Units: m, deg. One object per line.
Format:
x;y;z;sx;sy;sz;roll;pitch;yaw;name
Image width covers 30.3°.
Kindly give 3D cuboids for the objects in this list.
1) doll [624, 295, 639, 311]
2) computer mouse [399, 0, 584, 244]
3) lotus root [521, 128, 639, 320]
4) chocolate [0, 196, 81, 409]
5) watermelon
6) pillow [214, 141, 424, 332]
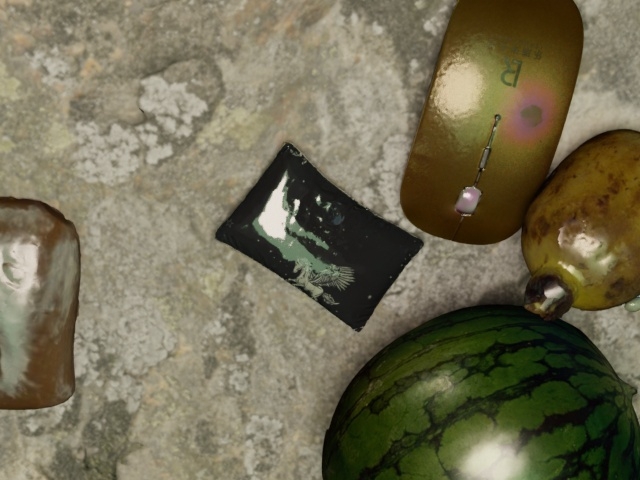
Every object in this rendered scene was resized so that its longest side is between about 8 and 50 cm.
0.360;0.042;1.407;0.083;0.050;0.076;24;120;-12;doll
0.191;-0.142;1.331;0.158;0.072;0.310;14;105;-7;computer mouse
0.319;-0.020;1.311;0.314;0.141;0.169;-40;83;-24;lotus root
-0.357;0.081;1.342;0.157;0.080;0.254;4;105;-6;chocolate
0.184;0.243;1.306;0.363;0.363;0.363;-1;106;-4;watermelon
0.000;0.000;1.361;0.208;0.055;0.141;36;94;-13;pillow
